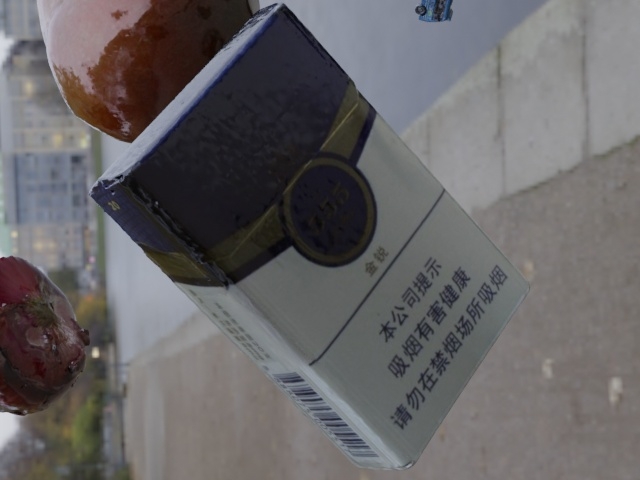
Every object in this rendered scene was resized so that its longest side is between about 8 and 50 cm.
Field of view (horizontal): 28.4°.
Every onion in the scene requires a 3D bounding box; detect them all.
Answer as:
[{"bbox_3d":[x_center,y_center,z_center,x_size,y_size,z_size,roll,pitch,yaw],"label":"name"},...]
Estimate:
[{"bbox_3d":[-0.354,0.108,1.399,0.184,0.147,0.184,43,-142,-46],"label":"onion"}]

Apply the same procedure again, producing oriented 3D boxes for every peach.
[{"bbox_3d":[-0.174,-0.231,1.299,0.252,0.252,0.253,178,90,-80],"label":"peach"}]

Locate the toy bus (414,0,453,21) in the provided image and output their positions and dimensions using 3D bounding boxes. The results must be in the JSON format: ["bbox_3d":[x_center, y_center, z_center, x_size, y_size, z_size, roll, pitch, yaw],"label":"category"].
[{"bbox_3d":[0.143,-0.305,1.526,0.038,0.046,0.083,-71,-7,-45],"label":"toy bus"}]

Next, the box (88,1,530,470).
[{"bbox_3d":[0.000,0.000,0.793,0.168,0.259,0.071,-52,20,-27],"label":"box"}]
